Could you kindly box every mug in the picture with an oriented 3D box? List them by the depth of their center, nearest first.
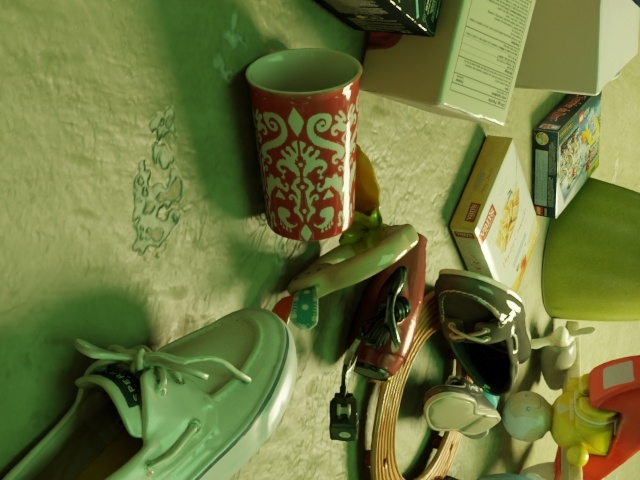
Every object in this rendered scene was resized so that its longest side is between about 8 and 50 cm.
[{"bbox_3d":[-0.003,-0.102,1.215,0.150,0.113,0.169,-41,138,-47],"label":"mug"}]

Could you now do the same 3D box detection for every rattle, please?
[{"bbox_3d":[0.000,0.000,1.303,0.200,0.130,0.142,-28,116,-24],"label":"rattle"}]

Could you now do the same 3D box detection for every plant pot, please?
[{"bbox_3d":[0.587,0.036,2.170,0.275,0.293,0.275,-30,125,-55],"label":"plant pot"}]

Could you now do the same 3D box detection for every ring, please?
[{"bbox_3d":[0.141,0.229,1.687,0.336,0.032,0.336,-33,129,-55],"label":"ring"}]

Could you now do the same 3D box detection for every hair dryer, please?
[{"bbox_3d":[0.092,0.085,1.408,0.293,0.080,0.223,-74,-172,-57],"label":"hair dryer"}]

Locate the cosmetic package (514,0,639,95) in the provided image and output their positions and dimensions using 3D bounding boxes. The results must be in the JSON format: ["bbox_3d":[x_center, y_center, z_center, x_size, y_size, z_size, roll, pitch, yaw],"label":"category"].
[{"bbox_3d":[0.377,-0.429,1.764,0.217,0.156,0.385,-38,133,-51],"label":"cosmetic package"}]

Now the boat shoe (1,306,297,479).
[{"bbox_3d":[-0.158,0.143,1.008,0.367,0.136,0.156,-43,133,-35],"label":"boat shoe"}]

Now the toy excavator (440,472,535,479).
[{"bbox_3d":[0.289,0.561,1.901,0.445,0.222,0.433,-5,113,-67],"label":"toy excavator"}]

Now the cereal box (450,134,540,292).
[{"bbox_3d":[0.270,-0.020,1.817,0.173,0.047,0.240,-65,149,-25],"label":"cereal box"}]

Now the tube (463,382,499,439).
[{"bbox_3d":[0.270,0.227,1.916,0.207,0.052,0.080,-59,156,-45],"label":"tube"}]

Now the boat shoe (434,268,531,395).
[{"bbox_3d":[0.231,0.134,1.670,0.335,0.112,0.095,48,52,-61],"label":"boat shoe"}]

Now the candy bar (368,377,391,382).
[{"bbox_3d":[0.089,0.105,1.534,0.018,0.040,0.161,14,88,-57],"label":"candy bar"}]

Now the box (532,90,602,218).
[{"bbox_3d":[0.427,-0.159,2.068,0.233,0.044,0.159,-41,134,-49],"label":"box"}]

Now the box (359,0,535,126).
[{"bbox_3d":[0.156,-0.265,1.394,0.148,0.127,0.232,10,96,-51],"label":"box"}]

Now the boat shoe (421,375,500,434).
[{"bbox_3d":[0.190,0.228,1.704,0.206,0.075,0.065,29,31,-56],"label":"boat shoe"}]

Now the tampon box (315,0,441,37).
[{"bbox_3d":[0.057,-0.298,1.262,0.161,0.101,0.120,21,80,-61],"label":"tampon box"}]

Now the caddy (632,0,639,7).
[{"bbox_3d":[0.536,-0.450,1.636,0.179,0.241,0.341,11,90,-67],"label":"caddy"}]

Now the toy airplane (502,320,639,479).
[{"bbox_3d":[0.430,0.339,2.074,0.386,0.272,0.384,-142,-109,-78],"label":"toy airplane"}]
